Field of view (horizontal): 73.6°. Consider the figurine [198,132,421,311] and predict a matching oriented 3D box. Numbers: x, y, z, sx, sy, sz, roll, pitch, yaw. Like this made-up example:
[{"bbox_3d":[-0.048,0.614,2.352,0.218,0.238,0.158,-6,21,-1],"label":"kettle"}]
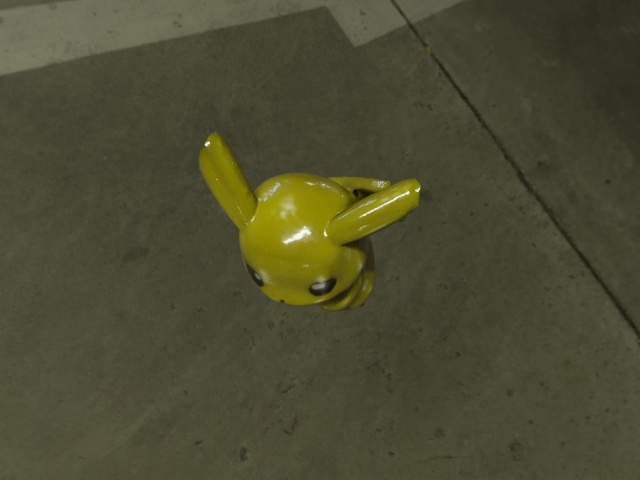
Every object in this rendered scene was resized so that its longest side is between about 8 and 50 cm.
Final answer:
[{"bbox_3d":[0.001,0.002,0.539,0.218,0.327,0.169,8,82,11],"label":"figurine"}]
